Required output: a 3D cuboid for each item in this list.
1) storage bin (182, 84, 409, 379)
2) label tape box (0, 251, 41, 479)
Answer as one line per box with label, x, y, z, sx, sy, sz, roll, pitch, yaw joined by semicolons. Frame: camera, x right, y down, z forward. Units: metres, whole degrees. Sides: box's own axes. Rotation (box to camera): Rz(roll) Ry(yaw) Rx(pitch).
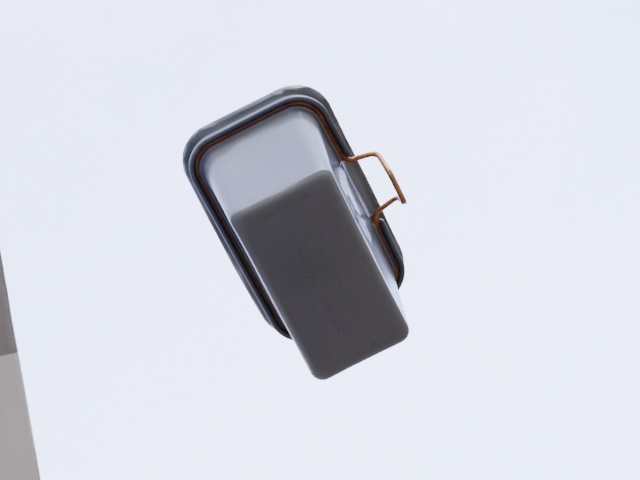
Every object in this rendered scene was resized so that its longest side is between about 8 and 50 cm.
storage bin;0.000;0.000;0.928;0.098;0.091;0.135;-26;-64;1
label tape box;-0.231;0.049;0.888;0.106;0.241;0.333;-13;-84;-27
